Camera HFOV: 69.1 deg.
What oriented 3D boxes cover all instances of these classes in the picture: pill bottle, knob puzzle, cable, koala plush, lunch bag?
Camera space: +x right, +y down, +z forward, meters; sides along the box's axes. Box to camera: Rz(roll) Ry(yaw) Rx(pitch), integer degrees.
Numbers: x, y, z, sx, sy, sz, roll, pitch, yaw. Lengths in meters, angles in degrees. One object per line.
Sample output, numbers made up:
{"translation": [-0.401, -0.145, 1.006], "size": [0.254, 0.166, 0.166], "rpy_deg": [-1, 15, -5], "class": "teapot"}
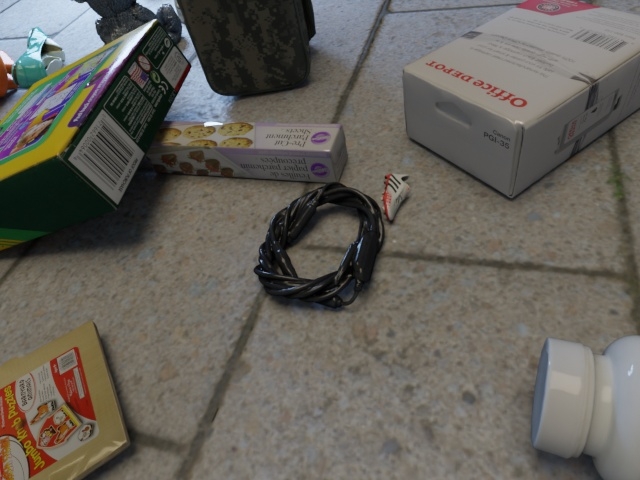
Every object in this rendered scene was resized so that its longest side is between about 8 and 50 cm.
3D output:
{"translation": [0.269, 0.134, 0.332], "size": [0.208, 0.118, 0.118], "rpy_deg": [9, 52, 21], "class": "pill bottle"}
{"translation": [-0.303, 0.199, 0.479], "size": [0.213, 0.030, 0.213], "rpy_deg": [-7, 48, 8], "class": "knob puzzle"}
{"translation": [0.000, 0.000, 0.576], "size": [0.150, 0.047, 0.185], "rpy_deg": [1, 52, 21], "class": "cable"}
{"translation": [-0.434, -0.503, 1.009], "size": [0.196, 0.221, 0.203], "rpy_deg": [-11, 47, 4], "class": "koala plush"}
{"translation": [-0.129, -0.460, 0.839], "size": [0.212, 0.305, 0.256], "rpy_deg": [-8, 49, 7], "class": "lunch bag"}

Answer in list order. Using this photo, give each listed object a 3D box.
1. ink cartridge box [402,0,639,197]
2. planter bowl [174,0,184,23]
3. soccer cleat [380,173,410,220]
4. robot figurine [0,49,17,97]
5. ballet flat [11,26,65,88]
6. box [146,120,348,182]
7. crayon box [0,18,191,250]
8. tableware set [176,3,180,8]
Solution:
{"translation": [0.282, -0.212, 0.637], "size": [0.283, 0.117, 0.207], "rpy_deg": [-32, 49, -16], "class": "ink cartridge box"}
{"translation": [-0.301, -0.634, 1.170], "size": [0.161, 0.109, 0.162], "rpy_deg": [-7, 48, 8], "class": "planter bowl"}
{"translation": [0.099, -0.059, 0.609], "size": [0.035, 0.029, 0.083], "rpy_deg": [-3, 44, 17], "class": "soccer cleat"}
{"translation": [-0.787, -0.370, 1.014], "size": [0.158, 0.128, 0.219], "rpy_deg": [-6, 16, 36], "class": "robot figurine"}
{"translation": [-0.663, -0.435, 1.117], "size": [0.087, 0.083, 0.247], "rpy_deg": [0, 44, -18], "class": "ballet flat"}
{"translation": [-0.122, -0.139, 0.712], "size": [0.323, 0.063, 0.067], "rpy_deg": [7, 53, 20], "class": "box"}
{"translation": [-0.400, -0.165, 0.734], "size": [0.312, 0.106, 0.363], "rpy_deg": [-15, 45, 23], "class": "crayon box"}
{"translation": [-0.225, -0.562, 1.086], "size": [0.128, 0.039, 0.194], "rpy_deg": [39, 60, -4], "class": "tableware set"}
